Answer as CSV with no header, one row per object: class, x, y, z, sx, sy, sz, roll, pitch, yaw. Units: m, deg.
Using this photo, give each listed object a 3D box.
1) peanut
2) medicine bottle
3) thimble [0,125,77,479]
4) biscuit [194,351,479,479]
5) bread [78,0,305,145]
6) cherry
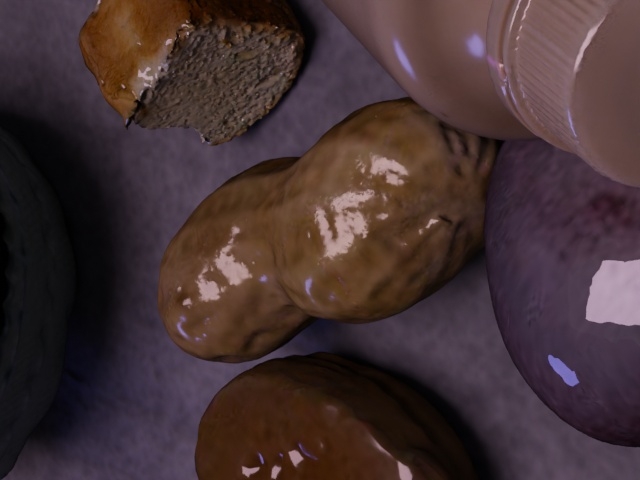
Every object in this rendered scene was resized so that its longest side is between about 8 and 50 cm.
peanut,-0.001,0.002,0.686,0.193,0.089,0.089,-27,79,43
medicine bottle,0.062,-0.095,0.531,0.252,0.114,0.114,-122,44,-60
thimble,-0.241,0.031,0.821,0.237,0.150,0.237,-1,86,18
biscuit,0.002,0.265,0.737,0.368,0.076,0.394,42,119,29
bread,-0.059,-0.094,0.735,0.083,0.077,0.070,-49,54,35
cherry,0.142,-0.015,0.559,0.188,0.115,0.148,-40,38,22
